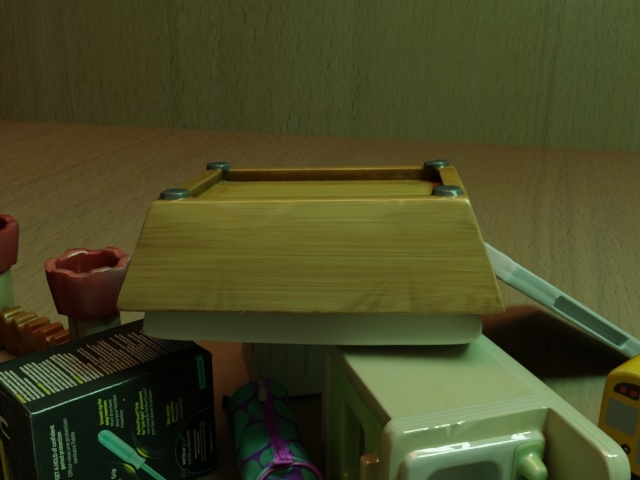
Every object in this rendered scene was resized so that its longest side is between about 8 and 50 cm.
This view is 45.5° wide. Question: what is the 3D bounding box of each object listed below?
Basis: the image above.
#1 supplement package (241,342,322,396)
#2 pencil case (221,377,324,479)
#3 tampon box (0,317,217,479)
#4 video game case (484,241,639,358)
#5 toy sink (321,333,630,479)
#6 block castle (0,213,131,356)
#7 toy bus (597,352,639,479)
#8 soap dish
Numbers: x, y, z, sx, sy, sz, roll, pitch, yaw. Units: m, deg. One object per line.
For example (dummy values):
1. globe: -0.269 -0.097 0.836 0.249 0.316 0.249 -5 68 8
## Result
1. supplement package: 0.038 0.079 0.862 0.244 0.139 0.134 -4 17 -12
2. pencil case: -0.044 0.178 0.661 0.064 0.070 0.152 -4 19 -14
3. tampon box: -0.184 0.153 0.652 0.161 0.120 0.101 -15 23 -39
4. video game case: 0.240 0.048 0.874 0.285 0.025 0.204 29 8 -34
5. toy sink: 0.087 0.170 0.556 0.131 0.153 0.234 -5 19 -17
6. block castle: -0.435 0.086 0.713 0.303 0.213 0.453 14 22 37
7. toy bus: 0.382 0.137 0.697 0.332 0.130 0.108 -15 23 -39
8. soap dish: 0.000 0.000 0.660 0.290 0.118 0.229 0 14 7
